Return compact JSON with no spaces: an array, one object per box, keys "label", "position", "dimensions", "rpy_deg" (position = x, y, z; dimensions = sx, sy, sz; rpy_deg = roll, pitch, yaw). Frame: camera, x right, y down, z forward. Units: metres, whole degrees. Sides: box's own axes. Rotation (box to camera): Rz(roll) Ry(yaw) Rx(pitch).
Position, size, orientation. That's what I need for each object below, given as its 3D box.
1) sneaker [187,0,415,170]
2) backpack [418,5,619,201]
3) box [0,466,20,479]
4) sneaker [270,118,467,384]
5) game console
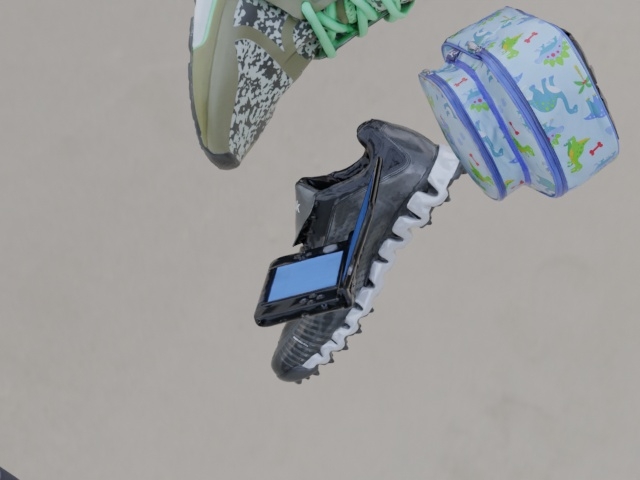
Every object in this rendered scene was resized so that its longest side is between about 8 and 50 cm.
[{"label":"sneaker","position":[0.028,-0.234,1.573],"dimensions":[0.182,0.158,0.410],"rpy_deg":[24,81,22]},{"label":"backpack","position":[0.114,-0.072,1.050],"dimensions":[0.084,0.114,0.105],"rpy_deg":[-32,106,-7]},{"label":"box","position":[-0.284,0.255,1.341],"dimensions":[0.270,0.143,0.165],"rpy_deg":[37,29,-17]},{"label":"sneaker","position":[0.012,0.001,1.460],"dimensions":[0.106,0.078,0.234],"rpy_deg":[32,101,-9]},{"label":"game console","position":[0.000,0.000,1.334],"dimensions":[0.107,0.071,0.122],"rpy_deg":[-14,18,11]}]
